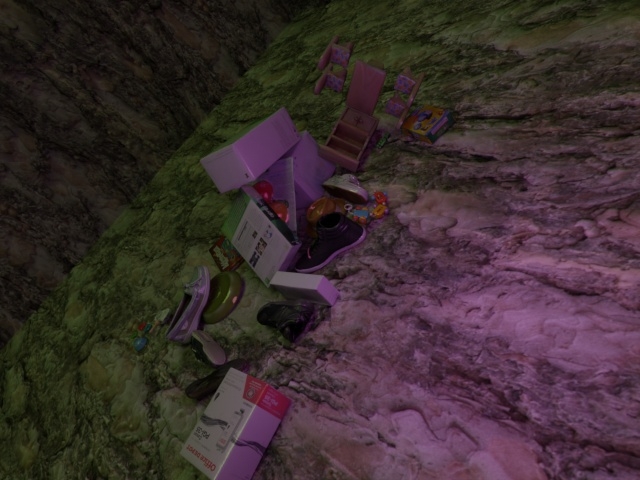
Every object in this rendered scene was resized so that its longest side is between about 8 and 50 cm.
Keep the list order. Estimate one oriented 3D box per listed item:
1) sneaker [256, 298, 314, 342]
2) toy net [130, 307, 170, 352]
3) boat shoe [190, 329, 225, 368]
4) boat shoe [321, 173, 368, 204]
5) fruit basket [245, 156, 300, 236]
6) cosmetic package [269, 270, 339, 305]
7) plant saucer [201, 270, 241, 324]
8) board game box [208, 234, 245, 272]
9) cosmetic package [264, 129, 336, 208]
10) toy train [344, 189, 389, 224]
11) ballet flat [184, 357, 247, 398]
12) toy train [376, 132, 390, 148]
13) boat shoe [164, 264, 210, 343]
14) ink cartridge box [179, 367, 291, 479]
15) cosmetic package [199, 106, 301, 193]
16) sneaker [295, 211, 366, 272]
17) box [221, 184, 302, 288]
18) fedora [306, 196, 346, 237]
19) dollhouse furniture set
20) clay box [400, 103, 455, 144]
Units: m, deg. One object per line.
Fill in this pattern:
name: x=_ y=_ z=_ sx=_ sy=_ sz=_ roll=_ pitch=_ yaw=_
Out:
sneaker: x=-0.133 y=0.269 z=1.574 sx=0.227 sy=0.087 sz=0.130 roll=-11 pitch=39 yaw=31
toy net: x=-0.745 y=0.385 z=2.125 sx=0.232 sy=0.045 sz=0.122 roll=-44 pitch=32 yaw=-3
boat shoe: x=-0.413 y=0.409 z=1.737 sx=0.233 sy=0.084 sz=0.079 roll=27 pitch=97 yaw=51
boat shoe: x=0.105 y=-0.212 z=1.831 sx=0.096 sy=0.098 sz=0.277 roll=-50 pitch=33 yaw=-8
fruit basket: x=-0.202 y=-0.125 z=1.888 sx=0.326 sy=0.165 sz=0.354 roll=-7 pitch=81 yaw=42
cosmetic package: x=-0.056 y=0.157 z=1.604 sx=0.239 sy=0.099 sz=0.061 roll=2 pitch=55 yaw=46
plant saucer: x=-0.418 y=0.221 z=1.939 sx=0.240 sy=0.037 sz=0.241 roll=-27 pitch=43 yaw=28
board game box: x=-0.415 y=0.054 z=2.149 sx=0.145 sy=0.027 sz=0.281 roll=-47 pitch=34 yaw=-1
cosmetic package: x=-0.079 y=-0.293 z=1.994 sx=0.138 sy=0.224 sz=0.225 roll=-7 pitch=49 yaw=43
toy train: x=0.173 y=-0.111 z=1.677 sx=0.166 sy=0.046 sz=0.125 roll=-22 pitch=46 yaw=-13
ballet flat: x=-0.346 y=0.474 z=1.615 sx=0.249 sy=0.058 sz=0.084 roll=-30 pitch=14 yaw=10
toy train: x=0.259 y=-0.407 z=1.953 sx=0.023 sy=0.017 sz=0.083 roll=22 pitch=70 yaw=42
boat shoe: x=-0.527 y=0.250 z=1.910 sx=0.118 sy=0.103 sz=0.321 roll=8 pitch=79 yaw=55
ink cartridge box: x=-0.244 y=0.538 z=1.374 sx=0.207 sy=0.117 sz=0.283 roll=4 pitch=56 yaw=47
cosmetic package: x=-0.252 y=-0.343 z=1.803 sx=0.196 sy=0.155 sz=0.365 roll=-15 pitch=24 yaw=36
sneaker: x=0.000 y=0.000 z=1.671 sx=0.295 sy=0.147 sz=0.105 roll=-32 pitch=38 yaw=20
box: x=-0.225 y=-0.016 z=1.764 sx=0.322 sy=0.058 sz=0.232 roll=47 pitch=128 yaw=20
fedora: x=0.007 y=-0.103 z=1.833 sx=0.194 sy=0.079 sz=0.194 roll=-27 pitch=37 yaw=23
dollhouse furniture set: x=0.141 y=-0.496 z=1.835 sx=0.394 sy=0.361 sz=0.257 roll=106 pitch=-170 yaw=-63
clay box: x=0.394 y=-0.450 z=1.825 sx=0.127 sy=0.053 sz=0.222 roll=-46 pitch=35 yaw=0
